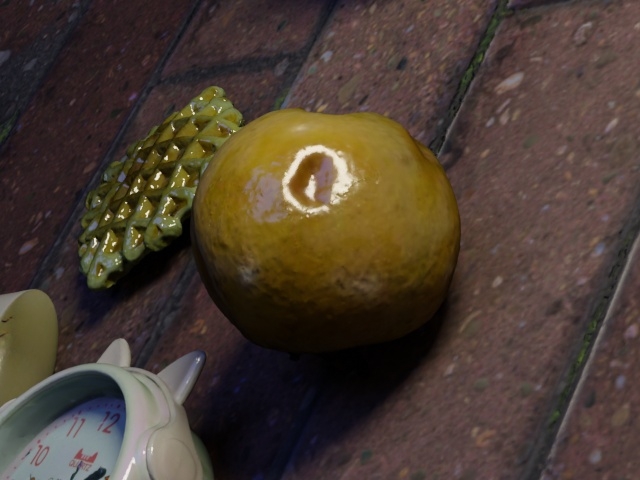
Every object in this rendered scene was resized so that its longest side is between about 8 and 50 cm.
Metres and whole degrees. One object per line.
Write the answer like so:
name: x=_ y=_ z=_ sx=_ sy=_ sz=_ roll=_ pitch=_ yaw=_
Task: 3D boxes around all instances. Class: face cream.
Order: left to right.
face cream: x=-0.384 y=0.133 z=1.788 sx=0.349 sy=0.081 sz=0.173 roll=-10 pitch=47 yaw=44

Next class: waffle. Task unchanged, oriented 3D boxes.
waffle: x=-0.154 y=-0.053 z=1.755 sx=0.208 sy=0.054 sz=0.214 roll=-43 pitch=26 yaw=11

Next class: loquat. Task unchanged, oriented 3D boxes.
loquat: x=-0.005 y=0.000 z=1.388 sx=0.213 sy=0.213 sz=0.213 roll=-30 pitch=35 yaw=24

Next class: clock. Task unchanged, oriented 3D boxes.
clock: x=-0.199 y=0.222 z=1.447 sx=0.265 sy=0.108 sz=0.324 roll=5 pitch=57 yaw=53
